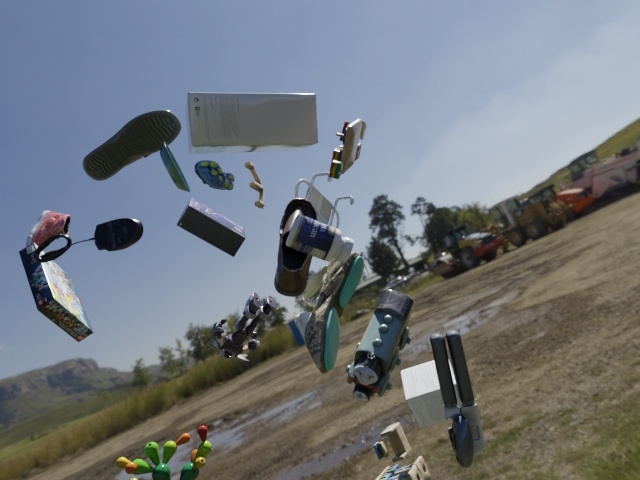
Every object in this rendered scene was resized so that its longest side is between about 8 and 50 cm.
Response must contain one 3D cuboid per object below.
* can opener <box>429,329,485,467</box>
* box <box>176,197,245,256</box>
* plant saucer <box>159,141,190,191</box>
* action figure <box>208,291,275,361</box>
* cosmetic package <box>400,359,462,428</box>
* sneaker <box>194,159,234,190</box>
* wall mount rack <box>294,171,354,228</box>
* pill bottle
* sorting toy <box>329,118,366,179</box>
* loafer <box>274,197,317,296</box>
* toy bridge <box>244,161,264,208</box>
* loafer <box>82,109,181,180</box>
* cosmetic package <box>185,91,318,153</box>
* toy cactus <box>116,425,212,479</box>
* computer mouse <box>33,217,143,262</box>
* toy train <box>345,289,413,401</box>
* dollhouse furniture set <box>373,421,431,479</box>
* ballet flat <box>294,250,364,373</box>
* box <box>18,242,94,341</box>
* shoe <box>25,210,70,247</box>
[{"bbox_3d":[0.304,0.340,0.998,0.074,0.281,0.093,-11,-5,2],"label":"can opener"},{"bbox_3d":[-0.450,-0.058,1.898,0.103,0.261,0.184,-56,19,9],"label":"box"},{"bbox_3d":[-0.322,-0.156,1.001,0.021,0.119,0.119,-27,-7,-7],"label":"plant saucer"},{"bbox_3d":[-0.273,0.316,1.609,0.185,0.099,0.285,29,-74,-35],"label":"action figure"},{"bbox_3d":[0.405,0.542,1.633,0.183,0.151,0.151,-21,23,11],"label":"cosmetic package"},{"bbox_3d":[-0.297,-0.171,1.245,0.078,0.067,0.188,3,-4,10],"label":"sneaker"},{"bbox_3d":[0.025,-0.093,1.842,0.130,0.304,0.350,-1,-24,33],"label":"wall mount rack"},{"bbox_3d":[0.000,0.000,1.232,0.169,0.094,0.094,21,-17,-7],"label":"pill bottle"},{"bbox_3d":[0.072,-0.270,1.278,0.046,0.133,0.274,17,27,12],"label":"sorting toy"},{"bbox_3d":[-0.066,-0.003,1.453,0.133,0.366,0.130,7,-36,-6],"label":"loafer"},{"bbox_3d":[-0.233,-0.196,1.667,0.026,0.188,0.063,-25,-22,18],"label":"toy bridge"},{"bbox_3d":[-0.459,-0.240,1.114,0.251,0.094,0.087,-31,24,-8],"label":"loafer"},{"bbox_3d":[-0.208,-0.348,1.363,0.365,0.155,0.197,-4,4,-17],"label":"cosmetic package"},{"bbox_3d":[-0.313,0.498,0.933,0.218,0.181,0.112,-20,-14,-25],"label":"toy cactus"},{"bbox_3d":[-0.510,0.004,1.014,0.241,0.071,0.041,-14,-12,-2],"label":"computer mouse"},{"bbox_3d":[0.178,0.301,1.339,0.334,0.142,0.190,-54,-26,-41],"label":"toy train"},{"bbox_3d":[0.216,0.648,1.348,0.129,0.184,0.129,-31,-15,24],"label":"dollhouse furniture set"},{"bbox_3d":[0.015,0.232,1.591,0.181,0.483,0.164,3,-40,23],"label":"ballet flat"},{"bbox_3d":[-0.662,0.129,1.142,0.044,0.233,0.159,-35,-39,-16],"label":"box"},{"bbox_3d":[-0.864,-0.019,1.453,0.081,0.178,0.064,7,-39,-8],"label":"shoe"}]
